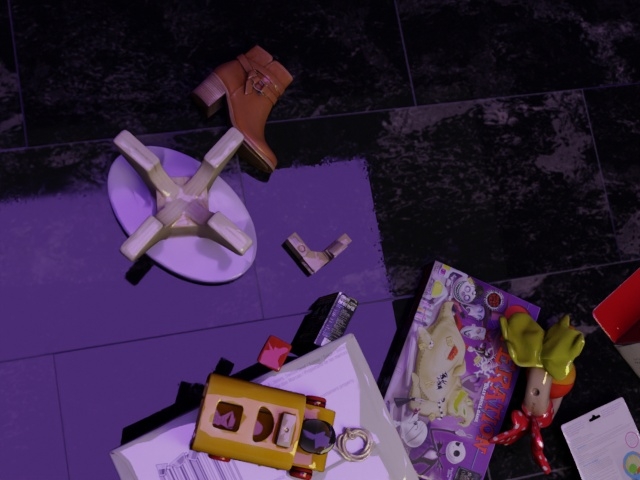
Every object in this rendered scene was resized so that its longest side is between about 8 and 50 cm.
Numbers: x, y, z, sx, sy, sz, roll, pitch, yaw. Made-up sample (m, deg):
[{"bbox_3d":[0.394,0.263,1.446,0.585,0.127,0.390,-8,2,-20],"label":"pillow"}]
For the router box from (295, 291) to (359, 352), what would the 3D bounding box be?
[{"bbox_3d":[0.010,0.133,1.322,0.038,0.122,0.092,29,76,-10],"label":"router box"}]

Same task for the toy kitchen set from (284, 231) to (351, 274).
[{"bbox_3d":[0.000,0.000,1.372,0.083,0.068,0.075,-40,90,-16],"label":"toy kitchen set"}]

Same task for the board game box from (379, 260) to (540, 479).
[{"bbox_3d":[0.218,0.231,1.389,0.208,0.056,0.346,25,75,-11],"label":"board game box"}]

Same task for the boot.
[{"bbox_3d":[-0.101,-0.224,1.392,0.152,0.073,0.197,-41,93,-20],"label":"boot"}]

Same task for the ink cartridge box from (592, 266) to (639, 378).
[{"bbox_3d":[0.687,0.136,1.462,0.309,0.130,0.272,-39,88,-15],"label":"ink cartridge box"}]

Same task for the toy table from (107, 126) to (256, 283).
[{"bbox_3d":[-0.211,-0.056,1.291,0.274,0.161,0.252,30,75,-4],"label":"toy table"}]

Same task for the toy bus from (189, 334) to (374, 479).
[{"bbox_3d":[-0.052,0.218,0.958,0.202,0.104,0.191,-32,84,-16],"label":"toy bus"}]

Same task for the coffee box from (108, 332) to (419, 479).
[{"bbox_3d":[-0.065,0.367,1.150,0.338,0.334,0.338,-24,82,-15],"label":"coffee box"}]

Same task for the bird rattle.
[{"bbox_3d":[0.373,0.236,1.352,0.207,0.143,0.253,-18,108,-55],"label":"bird rattle"}]

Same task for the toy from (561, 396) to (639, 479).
[{"bbox_3d":[0.494,0.403,1.406,0.137,0.056,0.237,-18,80,-22],"label":"toy"}]
